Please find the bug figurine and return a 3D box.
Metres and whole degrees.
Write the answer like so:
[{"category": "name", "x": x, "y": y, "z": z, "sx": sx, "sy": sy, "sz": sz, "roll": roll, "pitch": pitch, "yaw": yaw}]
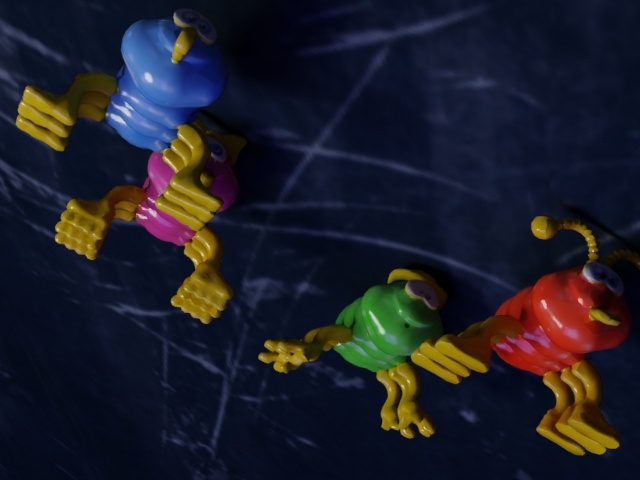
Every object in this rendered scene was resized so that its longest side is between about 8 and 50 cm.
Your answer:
[{"category": "bug figurine", "x": 0.000, "y": 0.000, "z": 0.624, "sx": 0.279, "sy": 0.072, "sz": 0.216, "roll": 31, "pitch": 158, "yaw": -11}]
